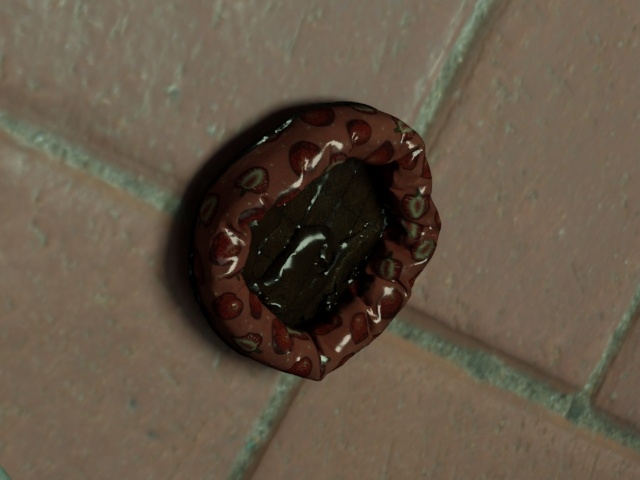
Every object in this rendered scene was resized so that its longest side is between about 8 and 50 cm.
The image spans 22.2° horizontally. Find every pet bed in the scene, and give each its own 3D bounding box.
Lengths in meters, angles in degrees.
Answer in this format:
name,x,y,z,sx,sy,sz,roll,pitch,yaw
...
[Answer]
name,x,y,z,sx,sy,sz,roll,pitch,yaw
pet bed,0.000,0.000,1.083,0.201,0.053,0.201,-24,128,-34

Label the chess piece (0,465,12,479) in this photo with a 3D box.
name,x,y,z,sx,sy,sz,roll,pitch,yaw
chess piece,-0.255,0.253,0.956,0.139,0.139,0.272,-12,130,-36
